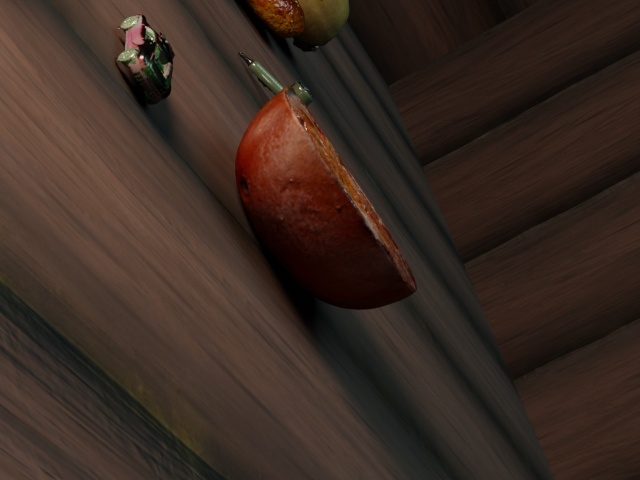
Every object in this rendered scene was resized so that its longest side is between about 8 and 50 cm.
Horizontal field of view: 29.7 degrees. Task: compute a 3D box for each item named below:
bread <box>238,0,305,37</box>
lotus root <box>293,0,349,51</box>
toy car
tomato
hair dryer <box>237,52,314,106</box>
[{"bbox_3d":[-0.122,-0.501,2.387,0.269,0.095,0.139,50,8,-31],"label":"bread"},{"bbox_3d":[-0.049,-0.530,2.552,0.310,0.182,0.183,45,20,-59],"label":"lotus root"},{"bbox_3d":[-0.201,-0.218,1.422,0.069,0.055,0.142,58,12,-35],"label":"toy car"},{"bbox_3d":[-0.012,-0.039,1.616,0.338,0.143,0.338,58,7,-11],"label":"tomato"},{"bbox_3d":[-0.086,-0.275,2.095,0.150,0.071,0.047,44,11,-5],"label":"hair dryer"}]
